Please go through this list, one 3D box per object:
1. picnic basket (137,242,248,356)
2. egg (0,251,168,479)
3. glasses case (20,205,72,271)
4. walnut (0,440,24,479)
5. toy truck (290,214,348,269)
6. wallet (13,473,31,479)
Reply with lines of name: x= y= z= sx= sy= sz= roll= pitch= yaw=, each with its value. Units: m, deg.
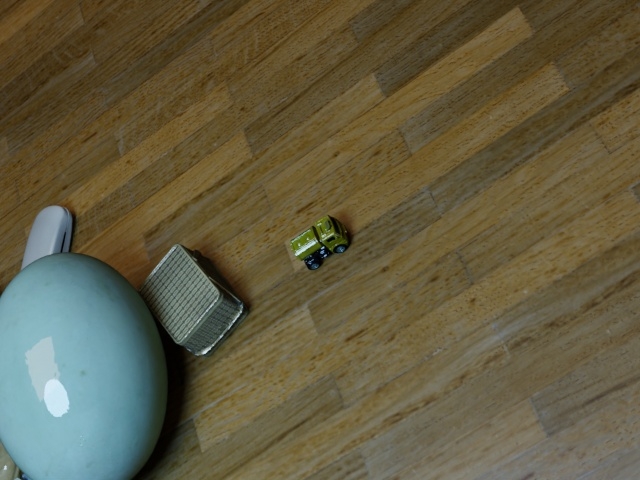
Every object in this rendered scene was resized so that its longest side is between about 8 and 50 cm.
picnic basket: x=-0.204 y=0.095 z=1.782 sx=0.115 sy=0.079 sz=0.164 roll=-49 pitch=51 yaw=5
egg: x=-0.376 y=0.204 z=1.719 sx=0.276 sy=0.276 sz=0.389 roll=-22 pitch=70 yaw=25
glasses case: x=-0.502 y=0.032 z=2.033 sx=0.081 sy=0.051 sz=0.204 roll=-5 pitch=66 yaw=34
walnut: x=-0.564 y=0.388 z=1.800 sx=0.261 sy=0.225 sz=0.225 roll=-39 pitch=52 yaw=22
toy truck: x=0.000 y=0.000 z=1.703 sx=0.083 sy=0.054 sz=0.049 roll=-33 pitch=54 yaw=17
wallet: x=-0.385 y=0.474 z=1.660 sx=0.075 sy=0.176 sz=0.250 roll=-35 pitch=49 yaw=-28
